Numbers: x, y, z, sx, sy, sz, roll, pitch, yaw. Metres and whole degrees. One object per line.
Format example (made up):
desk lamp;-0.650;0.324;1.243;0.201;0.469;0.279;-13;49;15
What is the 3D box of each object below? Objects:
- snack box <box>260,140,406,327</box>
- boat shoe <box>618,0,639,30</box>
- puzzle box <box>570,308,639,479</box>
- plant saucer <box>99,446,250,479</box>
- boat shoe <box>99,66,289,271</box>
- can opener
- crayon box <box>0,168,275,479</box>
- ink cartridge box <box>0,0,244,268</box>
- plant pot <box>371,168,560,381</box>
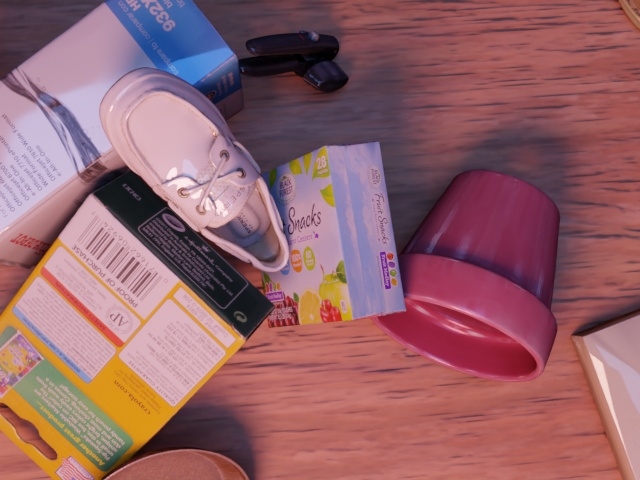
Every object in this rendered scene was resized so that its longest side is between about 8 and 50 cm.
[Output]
snack box;0.000;0.000;1.046;0.070;0.207;0.174;-7;87;-28
boat shoe;0.395;-0.320;1.161;0.285;0.089;0.104;37;84;-2
puzzle box;0.530;0.169;1.159;0.409;0.052;0.272;-19;88;-6
plant saucer;-0.172;0.290;1.060;0.198;0.036;0.199;-13;125;-18
boat shoe;-0.101;-0.058;0.942;0.098;0.277;0.096;-43;51;0
can opener;-0.029;-0.205;1.085;0.073;0.186;0.059;35;111;23
crayon box;-0.224;0.109;1.031;0.203;0.083;0.323;44;120;-1
ink cartridge box;-0.239;-0.118;1.028;0.307;0.223;0.129;-38;89;-6
plant pot;0.173;0.032;1.080;0.201;0.201;0.180;26;68;-3
